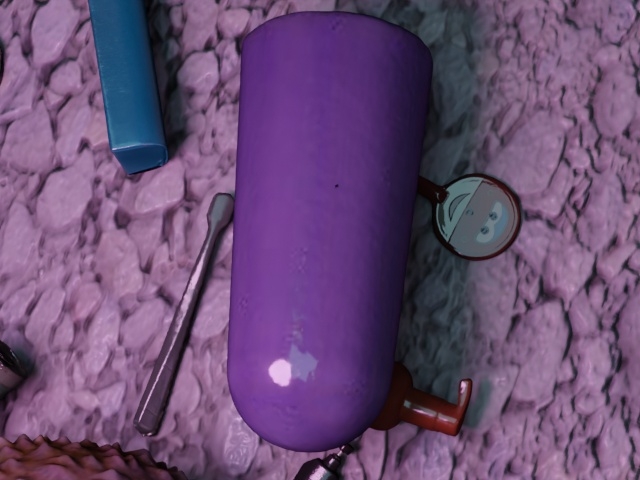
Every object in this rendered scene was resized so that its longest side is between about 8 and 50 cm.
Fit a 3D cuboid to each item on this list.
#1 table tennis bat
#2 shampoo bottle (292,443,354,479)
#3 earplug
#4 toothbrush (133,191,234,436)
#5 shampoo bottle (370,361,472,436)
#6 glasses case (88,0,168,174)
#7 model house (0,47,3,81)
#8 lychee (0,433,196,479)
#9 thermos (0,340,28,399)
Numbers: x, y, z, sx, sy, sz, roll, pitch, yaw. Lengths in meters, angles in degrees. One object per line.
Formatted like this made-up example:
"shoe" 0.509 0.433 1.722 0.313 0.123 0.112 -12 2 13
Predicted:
"table tennis bat" 0.153 -0.040 1.803 0.154 0.019 0.098 31 88 14
"shampoo bottle" -0.013 0.279 1.777 0.048 0.027 0.137 41 91 15
"earplug" 0.000 0.000 1.690 0.215 0.215 0.456 0 69 14
"toothbrush" -0.157 0.086 1.848 0.030 0.030 0.297 19 86 7
"shampoo bottle" 0.043 0.159 1.759 0.244 0.085 0.085 17 84 15
"glasses case" -0.230 -0.238 1.882 0.070 0.117 0.301 -12 78 0
"model house" -0.537 -0.287 1.943 0.207 0.154 0.294 -26 74 9
"lychee" -0.262 0.376 1.639 0.432 0.380 0.380 30 88 24
"thermos" -0.422 0.195 1.812 0.187 0.083 0.073 -43 52 3
